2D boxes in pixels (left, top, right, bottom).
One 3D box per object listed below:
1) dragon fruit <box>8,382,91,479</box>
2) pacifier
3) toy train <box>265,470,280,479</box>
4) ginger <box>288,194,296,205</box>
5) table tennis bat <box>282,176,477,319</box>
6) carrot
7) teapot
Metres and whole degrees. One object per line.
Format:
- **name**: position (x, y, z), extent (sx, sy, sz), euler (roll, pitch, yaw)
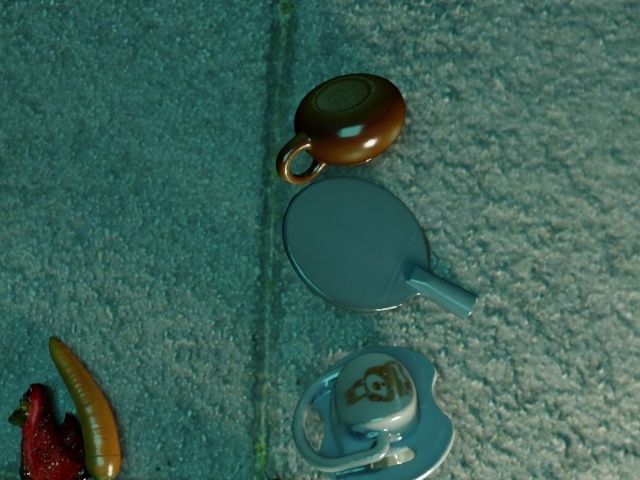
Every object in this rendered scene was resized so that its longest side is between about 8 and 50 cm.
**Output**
- **dragon fruit**: position (-0.453, 0.329, 1.333), extent (0.122, 0.092, 0.192), euler (-15, 82, 8)
- **pacifier**: position (0.084, 0.290, 1.210), extent (0.227, 0.279, 0.207), euler (-18, 123, 6)
- **toy train**: position (-0.035, 0.460, 1.253), extent (0.127, 0.089, 0.220), euler (-15, 81, -3)
- **ginger**: position (0.000, 0.002, 1.302), extent (0.051, 0.069, 0.173), euler (-34, 83, -14)
- **table tennis bat**: position (0.093, 0.025, 1.261), extent (0.329, 0.044, 0.215), euler (30, 64, -2)
- **carrot**: position (-0.386, 0.276, 1.348), extent (0.066, 0.062, 0.271), euler (-34, 71, 43)
- **teapot**: position (0.037, -0.165, 1.275), extent (0.252, 0.135, 0.178), euler (-38, 39, -17)
